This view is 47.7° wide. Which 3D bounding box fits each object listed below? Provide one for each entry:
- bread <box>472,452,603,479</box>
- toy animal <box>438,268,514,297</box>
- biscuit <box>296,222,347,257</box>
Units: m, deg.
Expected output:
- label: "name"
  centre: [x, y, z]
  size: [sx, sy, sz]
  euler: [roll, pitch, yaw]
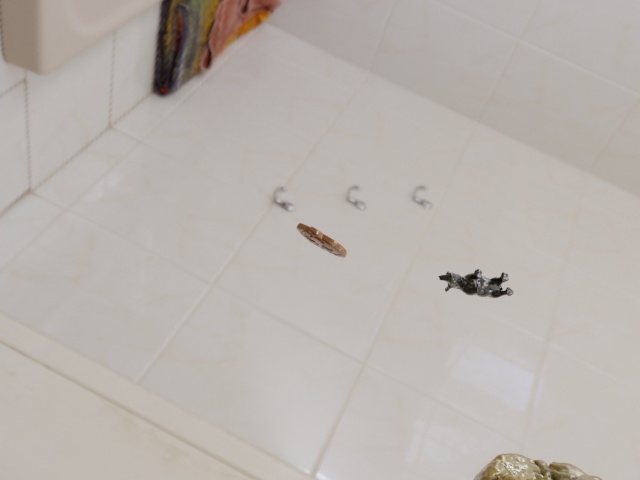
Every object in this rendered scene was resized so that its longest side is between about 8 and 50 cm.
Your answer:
- label: "bread"
  centre: [0.304, 0.369, 0.968]
  size: [0.244, 0.244, 0.134]
  euler: [-6, 103, -83]
- label: "toy animal"
  centre: [0.272, 0.078, 1.296]
  size: [0.065, 0.135, 0.047]
  euler: [150, -55, -70]
- label: "biscuit"
  centre: [0.000, 0.000, 1.144]
  size: [0.015, 0.091, 0.078]
  euler: [-58, 152, -9]
